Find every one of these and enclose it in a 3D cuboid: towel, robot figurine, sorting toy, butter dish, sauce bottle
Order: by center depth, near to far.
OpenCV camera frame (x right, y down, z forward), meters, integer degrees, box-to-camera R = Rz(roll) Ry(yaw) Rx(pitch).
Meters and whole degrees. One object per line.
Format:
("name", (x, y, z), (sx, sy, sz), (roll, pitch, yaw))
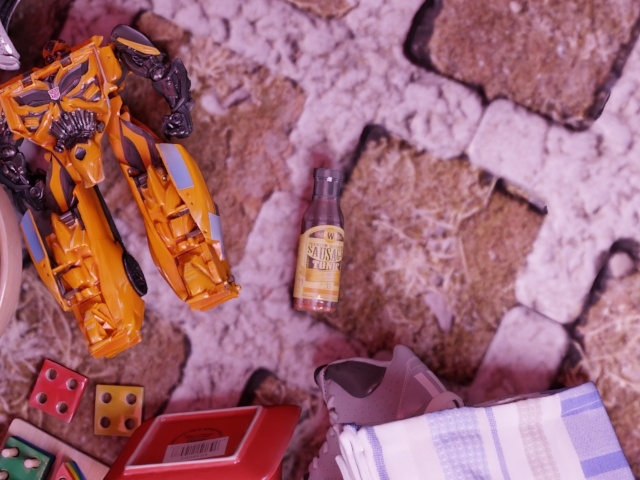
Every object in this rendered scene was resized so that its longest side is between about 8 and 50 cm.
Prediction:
("towel", (0.153, 0.221, 1.396), (0.034, 0.285, 0.209), (-41, 62, 47))
("butter dish", (-0.096, 0.222, 1.542), (0.160, 0.160, 0.118), (-7, 109, 15))
("sauce bottle", (0.000, 0.000, 1.566), (0.042, 0.042, 0.128), (4, 89, 15))
("robot figurine", (-0.193, -0.054, 1.600), (0.211, 0.085, 0.291), (-26, 81, 12))
("sorting toy", (-0.255, 0.243, 1.620), (0.132, 0.046, 0.275), (26, 93, 15))

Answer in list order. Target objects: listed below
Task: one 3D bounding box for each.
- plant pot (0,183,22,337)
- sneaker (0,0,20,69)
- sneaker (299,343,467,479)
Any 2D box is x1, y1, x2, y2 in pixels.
("plant pot", (-0.364, 0.021, 1.624), (0.237, 0.109, 0.237), (-1, 88, 20))
("sneaker", (-0.301, -0.282, 1.637), (0.115, 0.105, 0.281), (8, 83, 3))
("sneaker", (0.018, 0.180, 1.542), (0.228, 0.086, 0.132), (-44, 61, 12))
